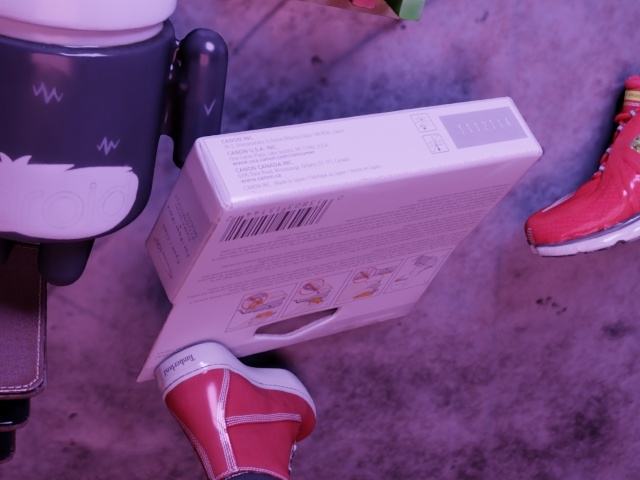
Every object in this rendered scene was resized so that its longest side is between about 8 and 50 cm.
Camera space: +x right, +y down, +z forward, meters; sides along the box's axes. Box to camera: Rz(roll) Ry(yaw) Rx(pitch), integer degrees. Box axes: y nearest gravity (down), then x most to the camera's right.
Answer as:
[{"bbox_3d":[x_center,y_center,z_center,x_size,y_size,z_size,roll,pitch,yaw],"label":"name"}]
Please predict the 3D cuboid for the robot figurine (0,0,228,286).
[{"bbox_3d":[-0.196,-0.110,0.764,0.209,0.173,0.278,-12,126,-40],"label":"robot figurine"}]

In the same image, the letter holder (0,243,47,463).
[{"bbox_3d":[-0.373,0.096,0.808,0.302,0.214,0.152,10,116,-20],"label":"letter holder"}]

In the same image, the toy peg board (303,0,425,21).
[{"bbox_3d":[0.024,-0.246,0.793,0.161,0.079,0.161,7,117,-18],"label":"toy peg board"}]

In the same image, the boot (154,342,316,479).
[{"bbox_3d":[-0.046,0.199,0.934,0.088,0.176,0.244,-31,155,10],"label":"boot"}]

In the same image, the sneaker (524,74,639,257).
[{"bbox_3d":[0.294,-0.088,0.963,0.279,0.107,0.118,-34,104,2],"label":"sneaker"}]

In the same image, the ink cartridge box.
[{"bbox_3d":[0.000,0.000,0.879,0.296,0.066,0.261,-11,152,-32],"label":"ink cartridge box"}]
